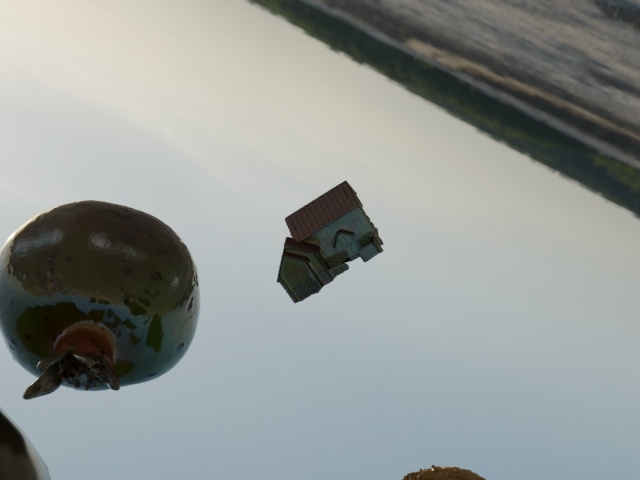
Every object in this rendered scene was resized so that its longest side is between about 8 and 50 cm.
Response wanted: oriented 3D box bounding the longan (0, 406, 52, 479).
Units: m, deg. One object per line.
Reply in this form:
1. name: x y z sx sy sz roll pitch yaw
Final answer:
1. longan: -0.484 0.345 1.085 0.404 0.404 0.436 20 -164 -28

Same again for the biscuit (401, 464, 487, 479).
1. biscuit: 0.162 0.429 1.346 0.254 0.254 0.035 36 174 41

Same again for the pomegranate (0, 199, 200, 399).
1. pomegranate: -0.299 0.108 1.360 0.290 0.291 0.323 17 -139 -38

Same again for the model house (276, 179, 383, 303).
1. model house: 0.000 0.000 0.777 0.058 0.083 0.057 57 -169 -15
